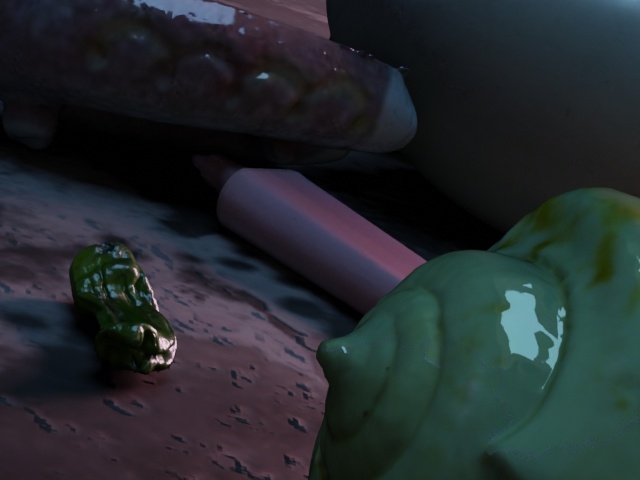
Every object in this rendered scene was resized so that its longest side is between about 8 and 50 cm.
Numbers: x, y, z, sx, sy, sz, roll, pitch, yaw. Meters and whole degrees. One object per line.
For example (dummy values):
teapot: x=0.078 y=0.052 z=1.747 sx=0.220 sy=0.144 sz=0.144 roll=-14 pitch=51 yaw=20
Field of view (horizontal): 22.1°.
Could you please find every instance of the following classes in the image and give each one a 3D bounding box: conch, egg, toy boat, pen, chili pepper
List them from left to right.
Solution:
chili pepper: x=-0.072 y=0.028 z=0.598 sx=0.030 sy=0.034 sz=0.091 roll=-21 pitch=26 yaw=-8
toy boat: x=-0.071 y=-0.070 z=0.835 sx=0.227 sy=0.085 sz=0.155 roll=15 pitch=-5 yaw=-22
pen: x=0.000 y=0.000 z=0.754 sx=0.053 sy=0.032 sz=0.197 roll=-1 pitch=26 yaw=-43
egg: x=0.123 y=-0.097 z=0.909 sx=0.264 sy=0.183 sz=0.183 roll=32 pitch=18 yaw=7
conch: x=0.111 y=0.086 z=0.461 sx=0.250 sy=0.137 sz=0.143 roll=35 pitch=-12 yaw=-2

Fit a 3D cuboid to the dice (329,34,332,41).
dice: x=0.203 y=-0.213 z=1.140 sx=0.348 sy=0.328 sz=0.330 roll=16 pitch=16 yaw=-3
